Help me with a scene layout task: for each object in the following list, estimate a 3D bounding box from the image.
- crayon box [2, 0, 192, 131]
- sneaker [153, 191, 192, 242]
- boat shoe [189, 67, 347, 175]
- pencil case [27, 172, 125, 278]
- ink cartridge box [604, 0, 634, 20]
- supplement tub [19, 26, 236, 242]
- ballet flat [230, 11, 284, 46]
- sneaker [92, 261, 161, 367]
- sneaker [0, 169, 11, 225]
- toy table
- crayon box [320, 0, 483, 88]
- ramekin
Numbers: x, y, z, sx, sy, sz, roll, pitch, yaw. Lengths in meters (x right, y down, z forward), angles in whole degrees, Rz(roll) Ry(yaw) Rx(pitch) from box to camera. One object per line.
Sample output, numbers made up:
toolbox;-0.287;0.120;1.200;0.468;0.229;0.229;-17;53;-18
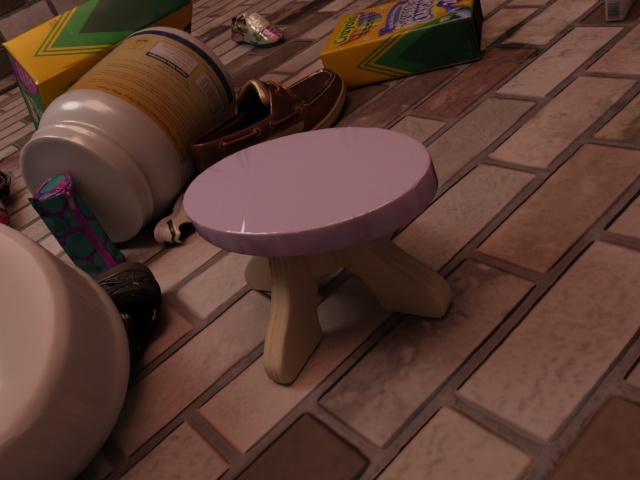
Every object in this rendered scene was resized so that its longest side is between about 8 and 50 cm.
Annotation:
crayon box;-0.414;-0.321;1.183;0.313;0.106;0.363;-38;-4;-22
sneaker;-0.201;-0.032;0.897;0.044;0.040;0.109;10;47;17
boat shoe;-0.081;-0.208;0.983;0.123;0.123;0.342;14;48;42
pencil case;-0.336;-0.015;0.841;0.070;0.151;0.064;3;40;41
ink cartridge box;0.489;-0.408;0.977;0.029;0.063;0.115;9;45;36
supplement tub;-0.292;-0.171;0.959;0.228;0.228;0.316;-4;40;27
ballet flat;-0.175;-0.548;1.559;0.077;0.079;0.221;-36;36;-20
sneaker;-0.284;0.113;0.690;0.227;0.087;0.130;-28;27;-17
sneaker;-0.671;-0.100;1.205;0.112;0.121;0.299;-8;29;-38
toy table;0.000;0.000;0.612;0.274;0.161;0.252;16;50;45
crayon box;0.132;-0.377;1.132;0.323;0.083;0.203;-8;36;22
ramekin;-0.332;0.113;0.554;0.277;0.135;0.277;0;66;-1
